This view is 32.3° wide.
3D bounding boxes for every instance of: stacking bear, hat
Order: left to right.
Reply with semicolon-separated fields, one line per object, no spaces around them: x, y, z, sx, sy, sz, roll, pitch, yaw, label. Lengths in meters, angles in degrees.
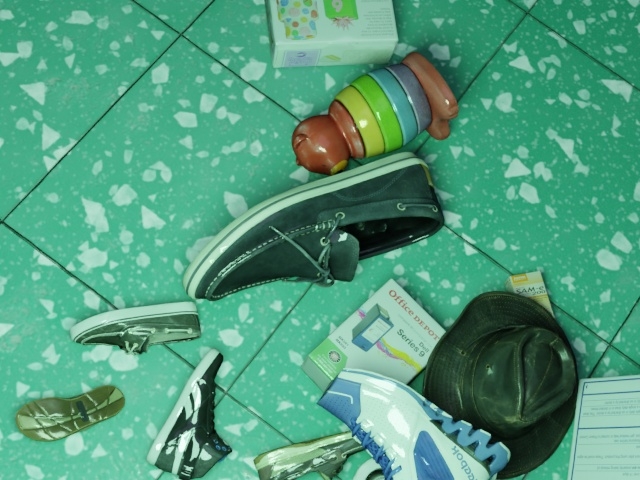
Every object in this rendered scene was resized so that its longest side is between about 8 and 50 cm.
0.083;-0.216;2.039;0.289;0.175;0.164;-28;77;-9;stacking bear
0.342;0.243;1.866;0.331;0.134;0.331;4;80;-26;hat

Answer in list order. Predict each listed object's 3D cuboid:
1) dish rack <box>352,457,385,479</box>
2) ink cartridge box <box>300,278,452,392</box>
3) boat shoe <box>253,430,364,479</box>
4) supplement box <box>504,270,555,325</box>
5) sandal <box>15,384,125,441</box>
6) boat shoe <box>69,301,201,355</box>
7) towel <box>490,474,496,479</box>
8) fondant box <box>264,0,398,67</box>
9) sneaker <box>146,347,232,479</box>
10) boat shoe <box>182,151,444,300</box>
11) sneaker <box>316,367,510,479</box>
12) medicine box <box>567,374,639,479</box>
0.183;0.526;1.792;0.333;0.072;0.285;17;73;0;dish rack
0.097;0.195;1.910;0.212;0.093;0.154;-40;79;-23;ink cartridge box
0.003;0.366;1.842;0.223;0.080;0.073;-13;77;-7;boat shoe
0.380;0.110;2.013;0.062;0.036;0.098;-10;70;-13;supplement box
-0.412;0.287;1.829;0.180;0.049;0.072;-14;77;-29;sandal
-0.311;0.155;1.874;0.219;0.078;0.070;-9;70;-13;boat shoe
0.206;0.405;1.848;0.152;0.113;0.023;17;24;0;towel
0.008;-0.507;2.167;0.238;0.096;0.330;-4;69;-10;fondant box
-0.187;0.298;1.843;0.121;0.079;0.217;29;76;0;sneaker
0.000;0.000;1.926;0.500;0.187;0.156;-22;68;-21;boat shoe
0.128;0.341;1.736;0.315;0.127;0.182;27;65;2;sneaker
0.554;0.372;1.800;0.149;0.263;0.289;28;64;-35;medicine box
